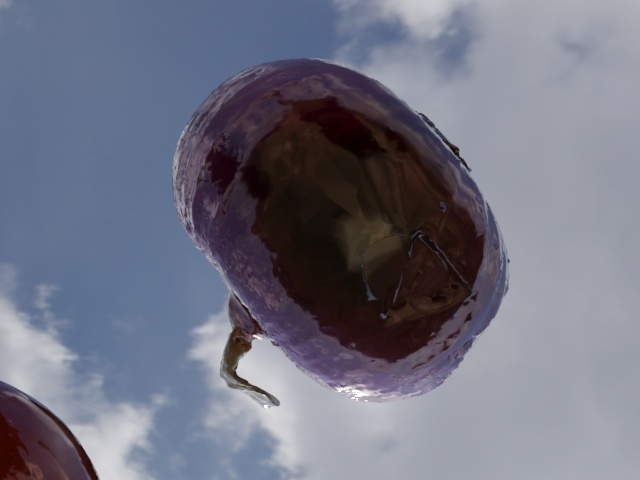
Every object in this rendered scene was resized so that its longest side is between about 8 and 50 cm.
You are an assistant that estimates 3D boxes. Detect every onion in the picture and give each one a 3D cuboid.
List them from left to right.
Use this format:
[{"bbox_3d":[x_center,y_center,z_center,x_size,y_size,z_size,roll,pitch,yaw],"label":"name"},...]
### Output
[{"bbox_3d":[0.012,-0.008,0.886,0.200,0.200,0.207,-12,-95,-20],"label":"onion"}]

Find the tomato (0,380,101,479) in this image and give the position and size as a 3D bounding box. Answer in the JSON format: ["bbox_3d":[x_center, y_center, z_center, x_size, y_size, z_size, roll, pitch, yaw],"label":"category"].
[{"bbox_3d":[-0.136,0.120,0.410,0.187,0.187,0.151,-4,-121,-20],"label":"tomato"}]
